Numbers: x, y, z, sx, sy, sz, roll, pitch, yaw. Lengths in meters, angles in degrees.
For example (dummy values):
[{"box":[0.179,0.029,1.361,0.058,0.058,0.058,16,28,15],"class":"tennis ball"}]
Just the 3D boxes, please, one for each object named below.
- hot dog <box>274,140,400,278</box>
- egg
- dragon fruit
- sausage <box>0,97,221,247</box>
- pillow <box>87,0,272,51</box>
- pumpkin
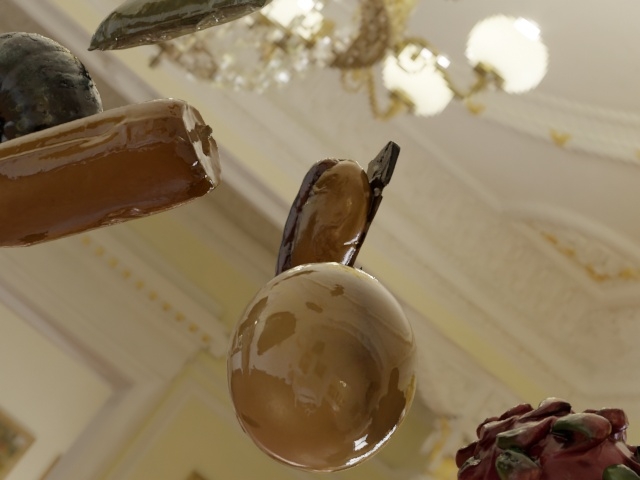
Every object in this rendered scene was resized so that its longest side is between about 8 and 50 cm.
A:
[{"box":[-0.001,-0.001,1.982,0.107,0.326,0.194,23,-18,-10],"class":"hot dog"},{"box":[0.003,0.135,1.410,0.201,0.201,0.244,44,15,-20],"class":"egg"},{"box":[0.265,0.246,1.400,0.272,0.198,0.218,-22,-37,29],"class":"dragon fruit"},{"box":[-0.258,-0.058,1.364,0.328,0.112,0.112,-14,-40,16],"class":"sausage"},{"box":[-0.164,-0.334,1.890,0.302,0.185,0.075,-9,-60,30],"class":"pillow"},{"box":[-0.379,-0.142,1.719,0.233,0.233,0.163,31,19,20],"class":"pumpkin"}]
